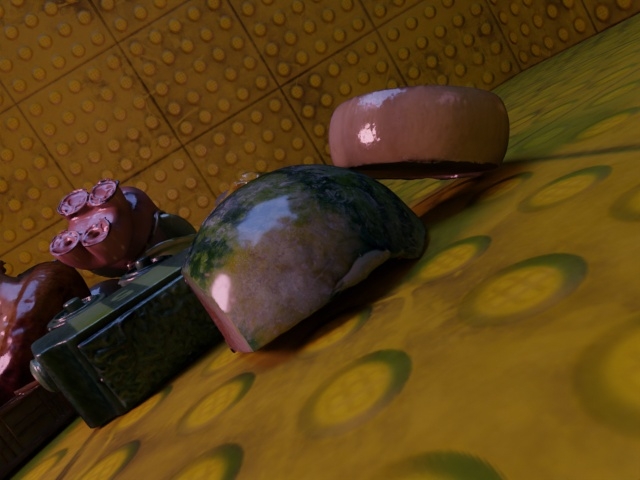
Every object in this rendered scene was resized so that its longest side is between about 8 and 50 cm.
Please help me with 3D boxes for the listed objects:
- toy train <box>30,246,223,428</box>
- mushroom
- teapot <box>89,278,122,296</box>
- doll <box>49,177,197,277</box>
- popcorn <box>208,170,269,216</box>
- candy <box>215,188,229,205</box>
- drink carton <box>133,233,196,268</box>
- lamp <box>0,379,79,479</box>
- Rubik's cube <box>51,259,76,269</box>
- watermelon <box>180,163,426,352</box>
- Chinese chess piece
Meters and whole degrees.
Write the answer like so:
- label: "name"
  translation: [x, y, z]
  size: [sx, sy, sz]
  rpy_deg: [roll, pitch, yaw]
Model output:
- label: "toy train"
  translation: [-0.268, 0.131, 0.679]
  size: [0.299, 0.167, 0.238]
  rpy_deg: [-37, 20, -29]
- label: "mushroom"
  translation: [-0.608, 0.195, 0.861]
  size: [0.345, 0.259, 0.345]
  rpy_deg: [-26, 46, 31]
- label: "teapot"
  translation: [-0.456, 0.183, 1.034]
  size: [0.183, 0.183, 0.251]
  rpy_deg: [-36, 19, -28]
- label: "doll"
  translation: [-0.427, 0.003, 0.978]
  size: [0.284, 0.268, 0.216]
  rpy_deg: [-16, 54, 8]
- label: "popcorn"
  translation: [-0.094, -0.022, 0.841]
  size: [0.235, 0.217, 0.181]
  rpy_deg: [-13, 45, 48]
- label: "candy"
  translation: [-0.145, -0.071, 1.221]
  size: [0.295, 0.185, 0.295]
  rpy_deg: [-2, 8, 0]
- label: "drink carton"
  translation: [-0.292, 0.085, 0.953]
  size: [0.146, 0.142, 0.144]
  rpy_deg: [-38, -15, 36]
- label: "lamp"
  translation: [-0.465, 0.300, 0.573]
  size: [0.089, 0.090, 0.325]
  rpy_deg: [-29, 9, 16]
- label: "Rubik's cube"
  translation: [-0.774, 0.256, 1.214]
  size: [0.305, 0.310, 0.307]
  rpy_deg: [-38, 12, -38]
- label: "watermelon"
  translation: [0.000, 0.000, 0.541]
  size: [0.305, 0.180, 0.224]
  rpy_deg: [-31, 51, -25]
- label: "Chinese chess piece"
  translation: [0.137, -0.143, 0.644]
  size: [0.250, 0.103, 0.250]
  rpy_deg: [-1, 4, 0]
